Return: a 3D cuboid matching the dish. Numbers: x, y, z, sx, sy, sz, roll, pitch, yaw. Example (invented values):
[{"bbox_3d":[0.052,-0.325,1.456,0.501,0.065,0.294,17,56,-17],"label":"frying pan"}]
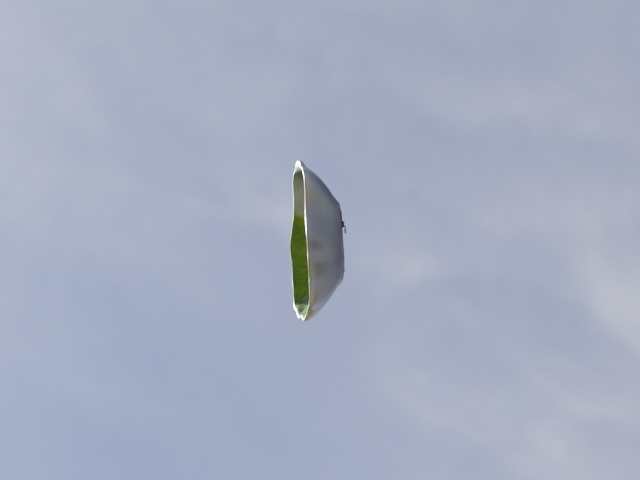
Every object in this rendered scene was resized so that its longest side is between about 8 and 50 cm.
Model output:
[{"bbox_3d":[0.000,0.000,1.690,0.039,0.137,0.091,0,-2,-10],"label":"dish"}]
